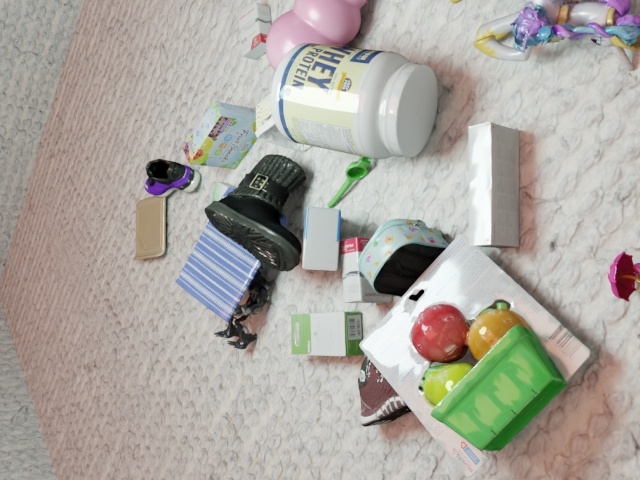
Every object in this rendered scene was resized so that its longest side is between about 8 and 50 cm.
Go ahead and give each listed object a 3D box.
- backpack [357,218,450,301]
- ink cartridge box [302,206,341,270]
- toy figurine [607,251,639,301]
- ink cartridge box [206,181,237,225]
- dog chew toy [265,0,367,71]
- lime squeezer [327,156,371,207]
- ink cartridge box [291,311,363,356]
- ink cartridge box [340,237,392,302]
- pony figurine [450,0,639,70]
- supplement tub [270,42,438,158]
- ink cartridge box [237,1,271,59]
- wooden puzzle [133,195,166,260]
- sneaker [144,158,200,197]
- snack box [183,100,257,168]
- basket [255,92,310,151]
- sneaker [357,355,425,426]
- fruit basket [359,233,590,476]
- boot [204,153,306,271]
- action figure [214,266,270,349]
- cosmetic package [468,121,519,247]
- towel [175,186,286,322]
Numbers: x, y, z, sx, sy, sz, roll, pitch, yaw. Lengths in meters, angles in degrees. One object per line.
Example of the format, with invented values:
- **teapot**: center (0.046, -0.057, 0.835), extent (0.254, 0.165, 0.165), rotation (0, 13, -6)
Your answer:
- **backpack**: center (0.175, 0.037, 1.414), extent (0.166, 0.188, 0.144), rotation (-58, 49, 29)
- **ink cartridge box**: center (0.000, 0.000, 1.616), extent (0.203, 0.086, 0.148), rotation (129, 144, -88)
- **toy figurine**: center (0.550, 0.070, 1.065), extent (0.173, 0.130, 0.159), rotation (-43, 43, 11)
- **ink cartridge box**: center (-0.266, -0.064, 2.024), extent (0.225, 0.056, 0.181), rotation (30, 110, 47)
- **dog chew toy**: center (0.007, -0.554, 1.661), extent (0.332, 0.207, 0.206), rotation (-54, 50, 20)
- **lime squeezer**: center (0.086, -0.208, 1.636), extent (0.110, 0.059, 0.310), rotation (36, 114, 43)
- **ink cartridge box**: center (0.013, 0.238, 1.673), extent (0.209, 0.062, 0.109), rotation (-10, 79, 48)
- **ink cartridge box**: center (0.107, 0.073, 1.546), extent (0.063, 0.109, 0.150), rotation (-12, 77, 46)
- **pony figurine**: center (0.411, -0.479, 1.174), extent (0.363, 0.303, 0.351), rotation (18, 132, 44)
- **supplement tub**: center (0.076, -0.314, 1.486), extent (0.325, 0.235, 0.235), rotation (16, 99, 31)
- **ink cartridge box**: center (-0.196, -0.633, 1.989), extent (0.099, 0.056, 0.135), rotation (-19, 73, 46)
- **wooden puzzle**: center (-0.625, -0.049, 2.437), extent (0.221, 0.044, 0.238), rotation (-8, 76, 48)
- **sneaker**: center (-0.551, -0.228, 2.271), extent (0.293, 0.146, 0.102), rotation (-4, 66, 45)
- **snack box**: center (-0.287, -0.312, 1.975), extent (0.207, 0.174, 0.070), rotation (-46, 58, 35)
- **basket**: center (-0.081, -0.321, 1.754), extent (0.113, 0.167, 0.103), rotation (-29, 61, 43)
- **sneaker**: center (0.168, 0.303, 1.466), extent (0.281, 0.106, 0.162), rotation (-38, 57, 41)
- **fruit basket**: center (0.283, 0.213, 1.277), extent (0.327, 0.165, 0.353), rotation (-50, 47, 11)
- **boot**: center (-0.114, -0.088, 1.724), extent (0.348, 0.260, 0.131), rotation (32, 152, 34)
- **action figure**: center (-0.231, 0.173, 1.899), extent (0.164, 0.141, 0.275), rotation (32, 113, 47)
- **cosmetic package**: center (0.344, -0.106, 1.306), extent (0.060, 0.099, 0.239), rotation (-3, 83, 48)
- **towel**: center (-0.255, 0.031, 1.867), extent (0.243, 0.040, 0.336), rotation (31, 92, 33)
